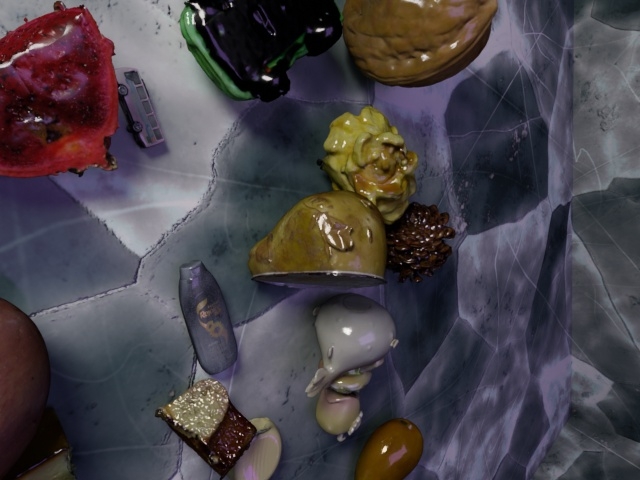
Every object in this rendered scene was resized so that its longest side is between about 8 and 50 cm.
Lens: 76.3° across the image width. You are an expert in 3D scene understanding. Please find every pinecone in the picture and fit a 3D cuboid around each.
[{"bbox_3d":[0.249,0.010,1.113,0.221,0.221,0.222,-8,102,-40],"label":"pinecone"}]

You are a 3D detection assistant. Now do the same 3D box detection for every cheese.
[{"bbox_3d":[-0.156,0.529,0.936,0.137,0.064,0.228,3,94,-38],"label":"cheese"}]

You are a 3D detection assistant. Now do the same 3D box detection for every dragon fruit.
[{"bbox_3d":[-0.392,-0.181,0.585,0.262,0.134,0.212,-39,133,-12],"label":"dragon fruit"}]

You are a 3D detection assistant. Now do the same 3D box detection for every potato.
[{"bbox_3d":[0.000,0.000,0.859,0.246,0.299,0.196,22,66,-51],"label":"potato"}]

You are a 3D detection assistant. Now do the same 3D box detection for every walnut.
[{"bbox_3d":[0.218,-0.490,0.911,0.332,0.332,0.333,-8,102,-40],"label":"walnut"}]

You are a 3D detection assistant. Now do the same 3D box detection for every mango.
[{"bbox_3d":[0.199,0.645,1.213,0.254,0.139,0.176,-40,118,-22],"label":"mango"}]

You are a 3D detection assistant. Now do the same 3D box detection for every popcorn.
[{"bbox_3d":[0.118,-0.166,0.962,0.215,0.252,0.286,-23,116,14],"label":"popcorn"}]

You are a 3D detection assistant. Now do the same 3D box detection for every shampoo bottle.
[{"bbox_3d":[-0.228,0.154,0.820,0.087,0.049,0.234,-25,113,-38],"label":"shampoo bottle"}]

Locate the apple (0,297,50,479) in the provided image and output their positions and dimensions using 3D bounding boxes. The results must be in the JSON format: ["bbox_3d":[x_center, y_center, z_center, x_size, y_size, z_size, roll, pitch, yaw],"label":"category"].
[{"bbox_3d":[-0.486,0.199,0.471,0.305,0.235,0.306,0,91,-27],"label":"apple"}]

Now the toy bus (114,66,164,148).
[{"bbox_3d":[-0.312,-0.225,0.693,0.052,0.037,0.131,-32,117,-35],"label":"toy bus"}]

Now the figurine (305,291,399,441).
[{"bbox_3d":[0.044,0.333,1.005,0.274,0.226,0.395,-19,123,-51],"label":"figurine"}]

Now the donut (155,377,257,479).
[{"bbox_3d":[-0.224,0.377,0.827,0.186,0.144,0.126,43,55,7],"label":"donut"}]

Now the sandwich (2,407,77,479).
[{"bbox_3d":[-0.486,0.374,0.588,0.235,0.128,0.122,-22,115,-35],"label":"sandwich"}]

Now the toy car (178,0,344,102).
[{"bbox_3d":[-0.097,-0.423,0.763,0.359,0.176,0.213,-51,125,-18],"label":"toy car"}]
